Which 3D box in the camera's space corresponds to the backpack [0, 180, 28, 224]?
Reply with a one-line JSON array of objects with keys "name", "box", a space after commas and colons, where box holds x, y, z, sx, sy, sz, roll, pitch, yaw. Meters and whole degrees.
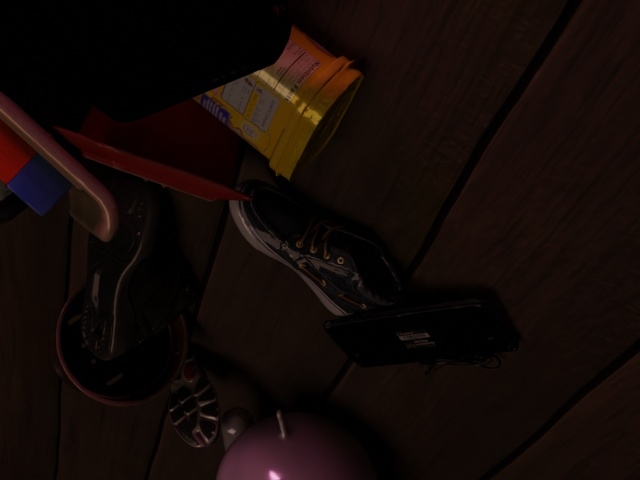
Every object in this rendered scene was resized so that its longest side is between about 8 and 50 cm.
[{"name": "backpack", "box": [-0.435, -0.102, 1.345, 0.152, 0.115, 0.182, -5, 125, 53]}]

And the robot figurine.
[{"name": "robot figurine", "box": [-0.033, 0.347, 1.402, 0.300, 0.200, 0.353, 46, 153, 26]}]

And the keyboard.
[{"name": "keyboard", "box": [0.103, 0.089, 1.088, 0.192, 0.038, 0.100, -10, 131, 38]}]

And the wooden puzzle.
[{"name": "wooden puzzle", "box": [-0.359, -0.134, 1.140, 0.348, 0.080, 0.322, 49, 171, -17]}]

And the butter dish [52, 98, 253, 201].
[{"name": "butter dish", "box": [-0.141, -0.112, 1.025, 0.160, 0.118, 0.160, 20, 180, -32]}]

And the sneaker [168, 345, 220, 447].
[{"name": "sneaker", "box": [-0.156, 0.204, 1.446, 0.071, 0.068, 0.170, 51, -171, -40]}]

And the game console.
[{"name": "game console", "box": [-0.201, -0.214, 0.778, 0.213, 0.044, 0.361, -15, 140, 40]}]

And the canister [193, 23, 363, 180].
[{"name": "canister", "box": [-0.060, -0.145, 0.932, 0.170, 0.073, 0.126, 39, 148, 5]}]

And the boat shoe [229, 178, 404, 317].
[{"name": "boat shoe", "box": [0.000, 0.000, 1.067, 0.183, 0.065, 0.083, 42, 148, -18]}]

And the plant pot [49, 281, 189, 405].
[{"name": "plant pot", "box": [-0.273, 0.135, 1.442, 0.167, 0.167, 0.165, 45, 156, -9]}]

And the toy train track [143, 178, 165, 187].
[{"name": "toy train track", "box": [-0.169, -0.086, 1.180, 0.048, 0.014, 0.083, 50, 142, -3]}]

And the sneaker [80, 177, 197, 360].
[{"name": "sneaker", "box": [-0.203, 0.023, 1.300, 0.087, 0.130, 0.227, 27, 119, 29]}]
